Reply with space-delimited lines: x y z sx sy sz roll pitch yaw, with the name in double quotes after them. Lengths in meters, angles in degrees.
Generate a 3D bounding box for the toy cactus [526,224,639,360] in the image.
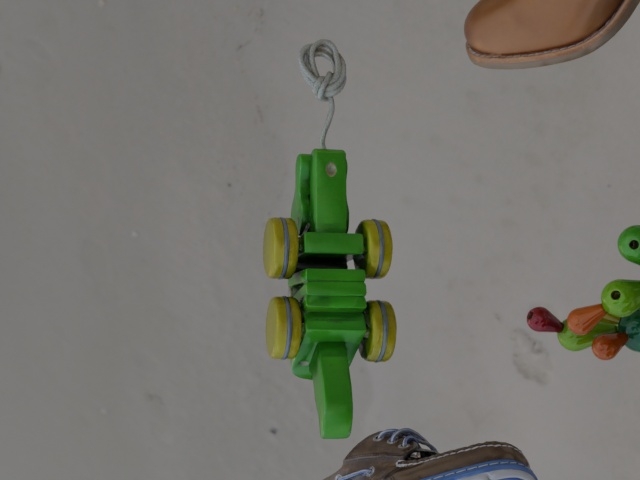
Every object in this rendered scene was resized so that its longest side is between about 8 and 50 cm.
0.292 0.043 0.724 0.180 0.112 0.219 37 118 -18 "toy cactus"

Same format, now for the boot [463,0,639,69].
0.160 -0.240 0.593 0.220 0.109 0.283 43 147 -25 "boot"

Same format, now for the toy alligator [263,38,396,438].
0.000 0.000 0.439 0.056 0.189 0.051 2 164 -14 "toy alligator"

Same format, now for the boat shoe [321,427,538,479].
0.041 0.144 0.525 0.183 0.066 0.066 -31 127 33 "boat shoe"
